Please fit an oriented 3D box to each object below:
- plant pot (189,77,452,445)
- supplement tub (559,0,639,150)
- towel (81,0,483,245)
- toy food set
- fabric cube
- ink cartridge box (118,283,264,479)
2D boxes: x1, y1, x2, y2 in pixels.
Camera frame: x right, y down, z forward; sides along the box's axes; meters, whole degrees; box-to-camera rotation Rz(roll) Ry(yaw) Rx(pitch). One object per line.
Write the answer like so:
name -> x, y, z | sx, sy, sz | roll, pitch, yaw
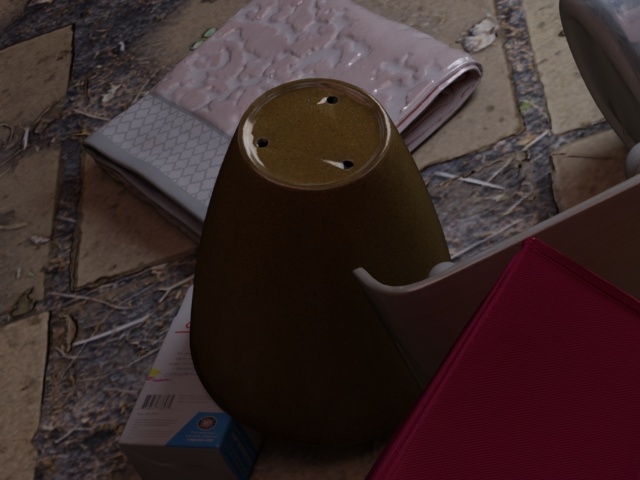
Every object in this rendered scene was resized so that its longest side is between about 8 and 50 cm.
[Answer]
plant pot -> 0.000, 0.000, 1.448 | 0.237, 0.254, 0.237 | -2, 51, 2
supplement tub -> 0.392, -0.207, 1.520 | 0.338, 0.207, 0.207 | -30, 40, -1
towel -> -0.047, -0.131, 1.823 | 0.317, 0.053, 0.332 | -41, 42, -14
toy food set -> 0.201, 0.031, 1.373 | 0.306, 0.219, 0.092 | -26, 40, 5
fabric cube -> 0.140, 0.207, 1.114 | 0.259, 0.254, 0.258 | 31, 57, 4
ink cartridge box -> -0.091, 0.124, 1.573 | 0.104, 0.061, 0.181 | -1, 48, 28
